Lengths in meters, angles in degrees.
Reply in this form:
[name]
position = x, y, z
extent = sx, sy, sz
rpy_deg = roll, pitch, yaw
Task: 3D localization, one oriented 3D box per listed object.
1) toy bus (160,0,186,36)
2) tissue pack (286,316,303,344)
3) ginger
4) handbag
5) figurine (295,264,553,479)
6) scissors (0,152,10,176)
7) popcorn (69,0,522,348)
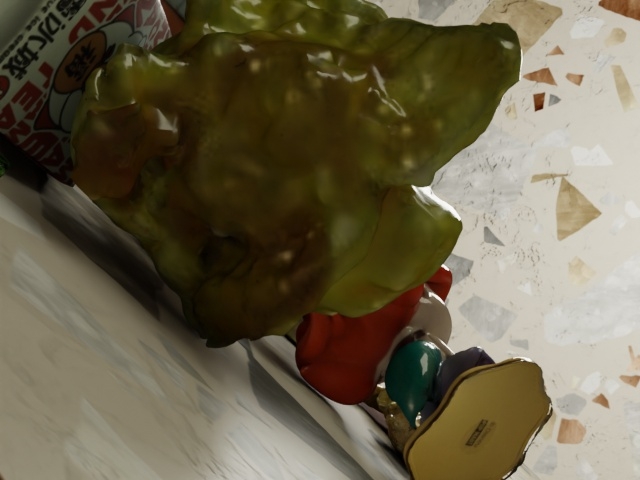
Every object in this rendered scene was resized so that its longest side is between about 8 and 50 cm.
[toy bus]
position = -0.184, -0.185, 1.284
extent = 0.194, 0.232, 0.287
rpy_deg = 45, -8, -28
[tissue pack]
position = 0.000, 0.000, 1.582
extent = 0.167, 0.200, 0.275
rpy_deg = 41, 3, -6
[ginger]
position = 0.092, 0.194, 1.411
extent = 0.193, 0.052, 0.176
rpy_deg = 43, 7, 26
[handbag]
position = -0.206, -0.157, 1.011
extent = 0.151, 0.171, 0.298
rpy_deg = 39, -3, 22
[figurine]
position = 0.079, 0.103, 1.277
extent = 0.257, 0.208, 0.181
rpy_deg = 47, -29, 46
[scissors]
position = -0.283, -0.111, 0.854
extent = 0.204, 0.027, 0.101
rpy_deg = 44, -3, -10
[popcorn]
position = -0.024, -0.094, 1.025
extent = 0.290, 0.321, 0.326
rpy_deg = 159, -86, -87
